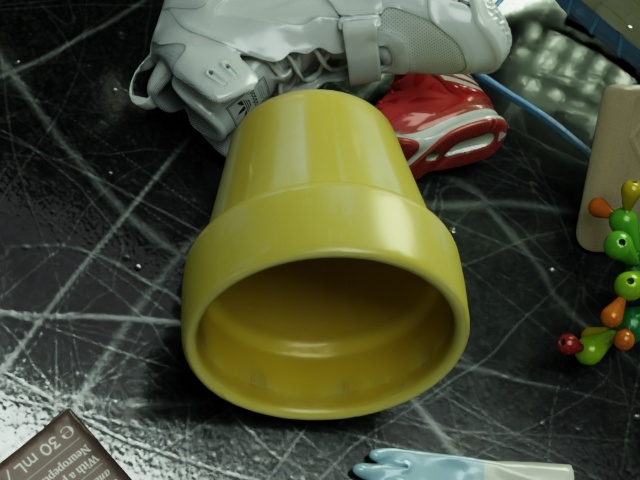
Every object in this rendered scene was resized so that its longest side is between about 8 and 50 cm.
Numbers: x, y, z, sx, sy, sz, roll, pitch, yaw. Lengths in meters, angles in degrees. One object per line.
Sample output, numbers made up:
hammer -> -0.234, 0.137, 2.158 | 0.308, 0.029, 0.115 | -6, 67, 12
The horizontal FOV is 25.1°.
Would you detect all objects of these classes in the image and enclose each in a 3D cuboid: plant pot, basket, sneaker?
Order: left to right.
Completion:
sneaker -> -0.008, -0.176, 1.421 | 0.366, 0.137, 0.210 | 16, 66, 16
plant pot -> 0.000, 0.000, 1.324 | 0.254, 0.254, 0.239 | 8, 49, -12
sneaker -> 0.070, -0.125, 1.495 | 0.221, 0.087, 0.128 | -10, 51, -17
basket -> 0.322, -0.234, 1.534 | 0.255, 0.201, 0.289 | 35, 89, -5

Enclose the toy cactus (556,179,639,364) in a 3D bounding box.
toy cactus -> 0.332, 0.044, 1.459 | 0.180, 0.112, 0.219 | 34, 76, -35

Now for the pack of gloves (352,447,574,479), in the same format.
pack of gloves -> 0.136, 0.287, 1.329 | 0.232, 0.046, 0.195 | 7, 64, -12

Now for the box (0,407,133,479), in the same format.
box -> -0.162, 0.347, 1.168 | 0.191, 0.143, 0.381 | -39, 83, -27

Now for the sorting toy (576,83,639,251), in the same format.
sorting toy -> 0.377, -0.079, 1.492 | 0.208, 0.193, 0.038 | -1, 32, -10

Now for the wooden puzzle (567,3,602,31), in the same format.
wooden puzzle -> 0.312, -0.263, 1.649 | 0.083, 0.006, 0.049 | 26, 62, -3
